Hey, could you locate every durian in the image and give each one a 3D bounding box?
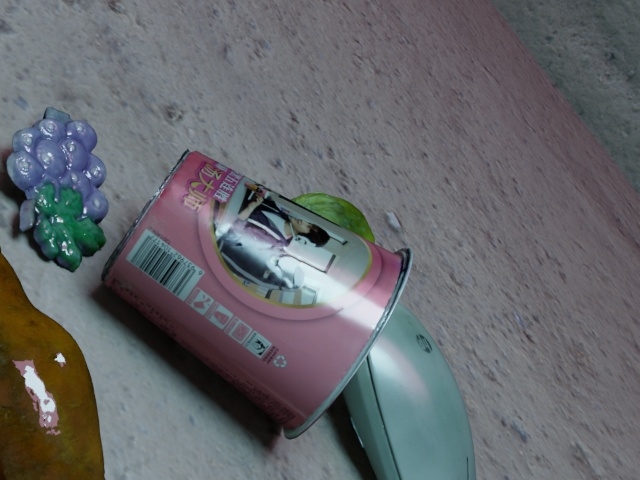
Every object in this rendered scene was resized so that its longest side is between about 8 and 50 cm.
[{"bbox_3d":[0.000,0.000,1.210,0.139,0.101,0.250,48,29,3],"label":"durian"}]

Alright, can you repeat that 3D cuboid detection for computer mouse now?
[{"bbox_3d":[0.116,0.202,1.082,0.159,0.097,0.289,-10,73,-62],"label":"computer mouse"}]

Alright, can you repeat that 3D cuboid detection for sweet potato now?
[{"bbox_3d":[-0.243,0.118,0.786,0.112,0.112,0.359,-7,63,-53],"label":"sweet potato"}]

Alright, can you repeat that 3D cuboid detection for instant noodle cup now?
[{"bbox_3d":[-0.072,0.039,0.987,0.255,0.244,0.244,33,33,-6],"label":"instant noodle cup"}]

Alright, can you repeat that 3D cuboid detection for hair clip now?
[{"bbox_3d":[-0.277,-0.057,1.005,0.124,0.052,0.195,20,47,-45],"label":"hair clip"}]
